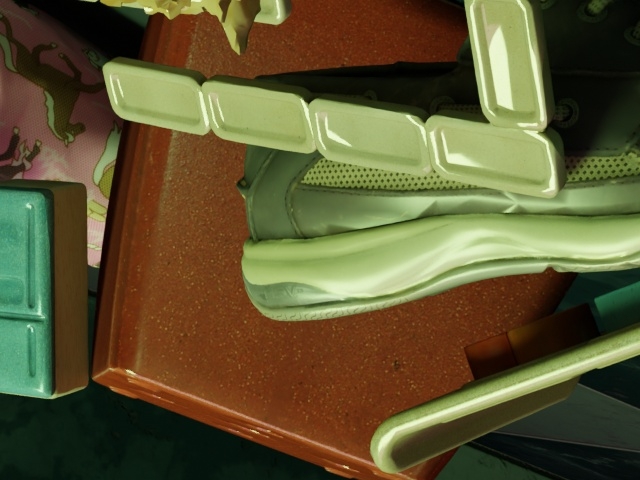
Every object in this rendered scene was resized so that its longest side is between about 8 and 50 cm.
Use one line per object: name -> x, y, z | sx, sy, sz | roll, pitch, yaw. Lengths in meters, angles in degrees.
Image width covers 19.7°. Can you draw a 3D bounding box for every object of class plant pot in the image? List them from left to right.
plant pot -> 0.000, 0.000, 1.043 | 0.267, 0.236, 0.267 | 21, 171, -8

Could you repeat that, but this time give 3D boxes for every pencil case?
pencil case -> -0.174, -0.070, 1.241 | 0.167, 0.160, 0.386 | -12, 151, 39

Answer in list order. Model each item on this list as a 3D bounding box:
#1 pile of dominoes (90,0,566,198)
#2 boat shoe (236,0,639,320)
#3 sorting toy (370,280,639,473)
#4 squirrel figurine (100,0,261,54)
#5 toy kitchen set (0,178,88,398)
pile of dominoes -> -0.014, -0.128, 0.742 | 0.251, 0.040, 0.196 | 12, 128, 34
boat shoe -> 0.109, -0.056, 0.766 | 0.355, 0.130, 0.132 | -12, -176, 27
sorting toy -> 0.182, 0.028, 0.906 | 0.229, 0.041, 0.307 | -29, 171, 34
squirrel figurine -> -0.145, -0.190, 0.399 | 0.397, 0.281, 0.370 | 8, 164, -20
toy kitchen set -> -0.262, 0.030, 1.040 | 0.207, 0.122, 0.166 | 4, -171, 27
